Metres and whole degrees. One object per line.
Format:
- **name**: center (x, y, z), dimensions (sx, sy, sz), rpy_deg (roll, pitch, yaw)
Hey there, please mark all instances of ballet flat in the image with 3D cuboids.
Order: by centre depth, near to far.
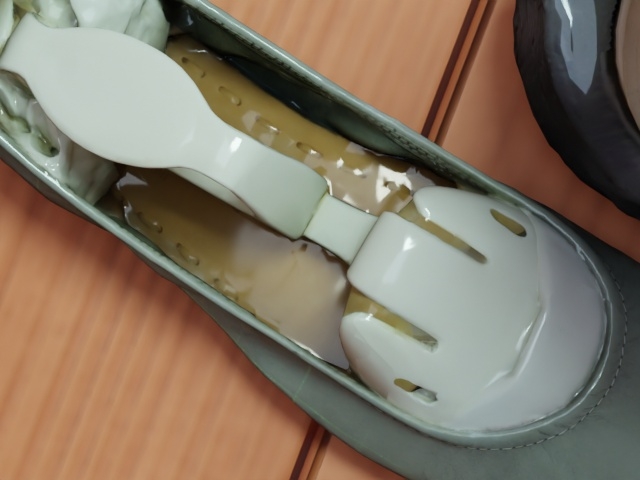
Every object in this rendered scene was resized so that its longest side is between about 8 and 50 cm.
- **ballet flat**: center (0.000, 0.000, 0.440), dimensions (0.213, 0.068, 0.072), rpy_deg (32, 87, 10)

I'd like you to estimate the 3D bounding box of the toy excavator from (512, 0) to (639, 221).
- **toy excavator**: center (0.324, -0.067, 0.366), dimensions (0.445, 0.222, 0.433), rpy_deg (36, 87, -4)
